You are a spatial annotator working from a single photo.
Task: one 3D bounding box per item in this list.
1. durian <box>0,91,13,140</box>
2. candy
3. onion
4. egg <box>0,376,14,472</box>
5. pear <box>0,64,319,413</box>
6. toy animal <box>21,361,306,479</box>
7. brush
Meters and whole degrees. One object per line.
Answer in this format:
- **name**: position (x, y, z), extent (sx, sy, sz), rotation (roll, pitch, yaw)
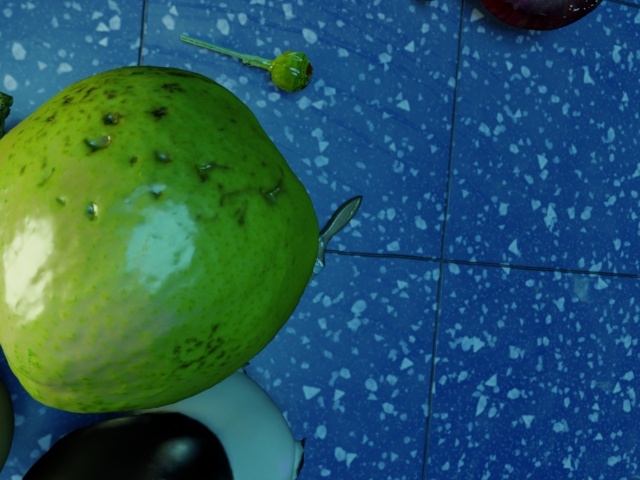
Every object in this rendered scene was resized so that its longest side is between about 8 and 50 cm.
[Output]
- **durian**: position (-0.486, -0.025, 0.664), extent (0.163, 0.198, 0.394), rotation (43, 76, -14)
- **candy**: position (-0.104, -0.264, 0.874), extent (0.194, 0.062, 0.058), rotation (15, 131, -10)
- **onion**: position (0.346, -0.450, 0.963), extent (0.248, 0.161, 0.247), rotation (0, 87, -9)
- **egg**: position (-0.444, 0.215, 0.665), extent (0.201, 0.244, 0.200), rotation (-2, 94, -32)
- **pear**: position (-0.201, 0.011, 0.679), extent (0.392, 0.391, 0.390), rotation (0, 91, -19)
- **toy animal**: position (-0.170, 0.291, 0.748), extent (0.310, 0.251, 0.250), rotation (-31, 102, -44)
- **brush**: position (0.000, 0.000, 0.927), extent (0.070, 0.021, 0.196), rotation (46, 75, -14)
